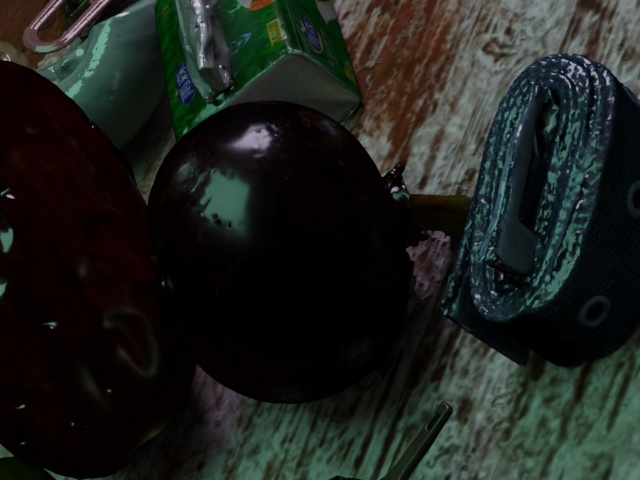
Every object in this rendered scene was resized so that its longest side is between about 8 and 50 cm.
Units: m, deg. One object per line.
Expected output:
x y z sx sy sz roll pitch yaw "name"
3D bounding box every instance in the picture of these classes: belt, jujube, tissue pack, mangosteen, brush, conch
0.168 -0.030 1.248 0.122 0.128 0.218 -6 60 43 "belt"
-0.248 0.014 1.470 0.258 0.258 0.377 -44 83 13 "jujube"
-0.079 -0.185 1.604 0.148 0.156 0.209 -38 42 23 "tissue pack"
0.000 0.000 1.356 0.261 0.235 0.235 -16 42 -7 "mangosteen"
-0.229 -0.278 1.838 0.103 0.047 0.233 22 59 31 "brush"
-0.223 -0.159 1.761 0.221 0.121 0.185 -33 34 28 "conch"

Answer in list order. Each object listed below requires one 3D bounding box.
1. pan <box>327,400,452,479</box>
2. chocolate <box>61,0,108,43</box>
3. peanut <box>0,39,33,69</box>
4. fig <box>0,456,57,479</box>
0.040 0.221 1.259 0.202 0.048 0.128 -35 43 25 "pan"
-0.290 -0.344 2.016 0.102 0.065 0.329 -44 37 14 "chocolate"
-0.412 -0.173 1.977 0.256 0.123 0.123 10 70 52 "peanut"
-0.248 0.262 1.484 0.156 0.123 0.123 33 87 36 "fig"
